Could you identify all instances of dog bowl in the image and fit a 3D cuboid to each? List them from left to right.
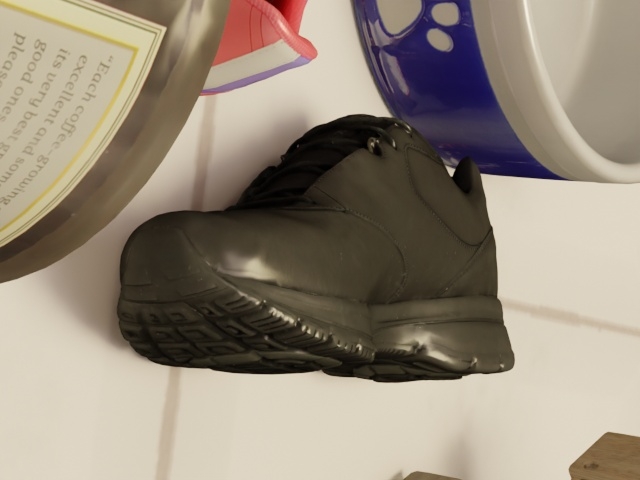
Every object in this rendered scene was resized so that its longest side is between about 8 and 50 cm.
[{"bbox_3d":[0.130,-0.164,0.939,0.265,0.104,0.264,-8,100,-53],"label":"dog bowl"}]

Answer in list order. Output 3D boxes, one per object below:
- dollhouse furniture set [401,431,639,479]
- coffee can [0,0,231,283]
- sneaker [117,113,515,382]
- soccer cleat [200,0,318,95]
[{"bbox_3d":[0.121,0.252,0.796,0.355,0.303,0.173,-32,119,-47],"label":"dollhouse furniture set"},{"bbox_3d":[-0.183,-0.103,0.440,0.275,0.202,0.201,13,82,-53],"label":"coffee can"},{"bbox_3d":[0.000,0.000,0.795,0.286,0.109,0.130,11,78,-63],"label":"sneaker"},{"bbox_3d":[-0.012,-0.204,0.733,0.108,0.116,0.318,40,62,-48],"label":"soccer cleat"}]
